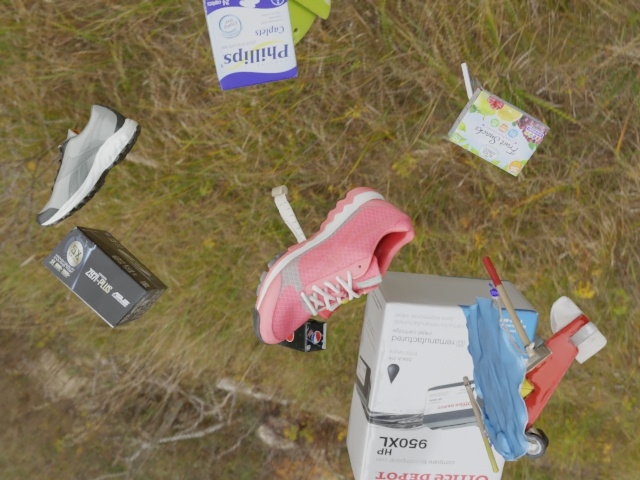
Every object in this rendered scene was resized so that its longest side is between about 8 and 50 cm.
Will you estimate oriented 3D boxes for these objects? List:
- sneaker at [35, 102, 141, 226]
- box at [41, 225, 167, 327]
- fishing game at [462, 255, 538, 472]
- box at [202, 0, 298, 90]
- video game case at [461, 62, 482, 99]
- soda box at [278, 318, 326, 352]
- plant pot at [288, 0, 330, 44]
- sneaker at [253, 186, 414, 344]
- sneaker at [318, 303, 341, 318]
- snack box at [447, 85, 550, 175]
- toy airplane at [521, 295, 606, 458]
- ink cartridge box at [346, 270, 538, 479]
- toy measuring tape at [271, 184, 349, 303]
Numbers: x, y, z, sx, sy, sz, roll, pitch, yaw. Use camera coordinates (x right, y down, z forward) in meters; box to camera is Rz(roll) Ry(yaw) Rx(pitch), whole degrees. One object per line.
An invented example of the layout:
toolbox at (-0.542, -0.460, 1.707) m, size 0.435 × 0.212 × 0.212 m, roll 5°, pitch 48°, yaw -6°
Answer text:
sneaker at (-0.453, -0.139, 1.309) m, size 0.108 × 0.100 × 0.271 m, roll 38°, pitch 100°, yaw -11°
box at (-0.337, 0.056, 1.115) m, size 0.147 × 0.180 × 0.077 m, roll 43°, pitch 87°, yaw 0°
fishing game at (0.208, 0.155, 0.794) m, size 0.041 × 0.189 × 0.264 m, roll -9°, pitch 133°, yaw -4°
box at (-0.108, -0.315, 1.080) m, size 0.126 × 0.072 × 0.137 m, roll -12°, pitch 114°, yaw -8°
video game case at (0.340, -0.324, 1.525) m, size 0.011 × 0.122 × 0.087 m, roll -16°, pitch 69°, yaw 26°
soda box at (-0.061, 0.183, 1.418) m, size 0.169 × 0.053 × 0.060 m, roll 6°, pitch 96°, yaw 50°
plant pot at (-0.111, -0.586, 1.583) m, size 0.207 × 0.227 × 0.228 m, roll -23°, pitch 68°, yaw 32°
sneaker at (0.024, 0.047, 1.088) m, size 0.136 × 0.314 × 0.116 m, roll 31°, pitch 161°, yaw 38°
sneaker at (-0.035, 0.134, 1.874) m, size 0.107 × 0.279 × 0.118 m, roll 40°, pitch 82°, yaw -27°
snack box at (0.306, -0.187, 1.203) m, size 0.141 × 0.037 × 0.100 m, roll 26°, pitch 116°, yaw -11°
toy airplane at (0.495, 0.296, 1.682) m, size 0.272 × 0.384 × 0.386 m, roll 30°, pitch 138°, yaw 23°
ink cartridge box at (0.220, 0.276, 1.337) m, size 0.285 × 0.166 × 0.395 m, roll 4°, pitch 108°, yaw -7°
toy measuring tape at (0.000, 0.000, 1.637) m, size 0.121 × 0.121 × 0.330 m, roll -18°, pitch 108°, yaw 29°
